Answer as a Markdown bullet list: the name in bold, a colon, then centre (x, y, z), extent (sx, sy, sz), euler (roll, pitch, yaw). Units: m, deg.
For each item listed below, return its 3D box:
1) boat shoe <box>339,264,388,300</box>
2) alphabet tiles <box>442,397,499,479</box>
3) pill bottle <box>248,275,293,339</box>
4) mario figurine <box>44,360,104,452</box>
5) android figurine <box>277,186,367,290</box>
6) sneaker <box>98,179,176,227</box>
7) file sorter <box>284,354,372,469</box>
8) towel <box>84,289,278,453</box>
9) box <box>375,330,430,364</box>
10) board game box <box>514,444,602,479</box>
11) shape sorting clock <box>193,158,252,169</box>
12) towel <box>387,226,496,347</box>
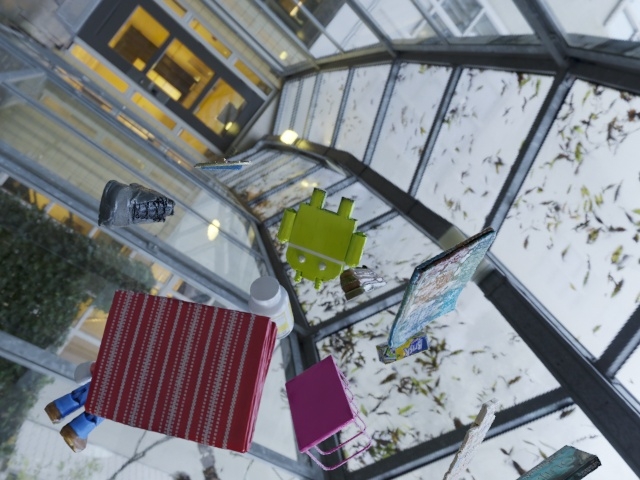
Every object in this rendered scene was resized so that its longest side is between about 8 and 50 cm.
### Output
- **boat shoe**: centre (0.156, 0.134, 1.617), extent (0.110, 0.105, 0.307), euler (-28, 169, 19)
- **alphabet tiles**: centre (0.372, 0.531, 1.164), extent (0.021, 0.277, 0.284), euler (29, -83, 32)
- **pill bottle**: centre (-0.129, 0.173, 1.184), extent (0.103, 0.184, 0.103), euler (-3, -130, 3)
- **mario figurine**: centre (-0.482, 0.366, 1.130), extent (0.320, 0.198, 0.170), euler (-33, -164, -35)
- **android figurine**: centre (0.000, 0.000, 1.263), extent (0.056, 0.248, 0.273), euler (-19, 129, -73)
- **sneaker**: centre (-0.437, -0.086, 1.113), extent (0.286, 0.130, 0.109), euler (-86, -170, -77)
- **file sorter**: centre (0.029, 0.592, 1.574), extent (0.202, 0.182, 0.291), euler (-33, -150, 4)
- **towel**: centre (-0.213, 0.193, 0.700), extent (0.031, 0.274, 0.199), euler (53, 47, -74)
- **box**: centre (0.270, 0.349, 1.500), extent (0.168, 0.059, 0.054), euler (-14, -176, -17)
- **board game box**: centre (0.555, 0.558, 1.089), extent (0.186, 0.026, 0.126), euler (-29, 170, -10)
- **shape sorting clock**: centre (-0.343, -0.269, 1.615), extent (0.206, 0.206, 0.041), euler (15, -74, 62)
- **towel**: centre (0.314, 0.138, 1.227), extent (0.271, 0.370, 0.040), euler (-26, -122, -24)
